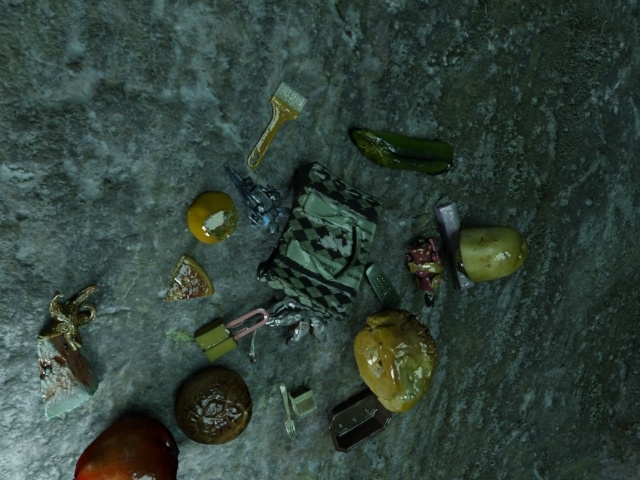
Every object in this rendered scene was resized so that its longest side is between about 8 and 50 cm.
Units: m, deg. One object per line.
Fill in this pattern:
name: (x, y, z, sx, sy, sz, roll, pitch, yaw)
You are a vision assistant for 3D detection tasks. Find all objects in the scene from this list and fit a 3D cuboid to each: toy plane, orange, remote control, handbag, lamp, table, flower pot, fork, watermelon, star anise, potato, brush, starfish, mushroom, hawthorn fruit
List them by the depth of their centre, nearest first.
starfish: (-0.673, 0.196, 1.433, 0.146, 0.074, 0.190, 43, 59, -42)
watermelon: (-0.717, 0.357, 1.467, 0.154, 0.094, 0.241, -22, 109, -26)
hawthorn fruit: (-0.546, 0.670, 1.523, 0.311, 0.295, 0.295, -43, 117, -10)
orange: (-0.308, -0.064, 1.531, 0.156, 0.134, 0.157, -5, 110, -13)
toy plane: (-0.195, -0.139, 1.597, 0.246, 0.078, 0.169, 52, 51, -23)
brush: (-0.144, -0.339, 1.609, 0.103, 0.013, 0.272, 30, 89, -29)
handbag: (0.000, 0.000, 1.615, 0.316, 0.180, 0.416, 29, 69, -30)
brush: (-0.266, 0.277, 1.654, 0.233, 0.047, 0.103, -29, 116, -2)
mushroom: (-0.331, 0.523, 1.662, 0.253, 0.153, 0.253, -4, 105, -15)
star anise: (-0.053, 0.244, 1.730, 0.315, 0.139, 0.360, 12, 93, -19)
table: (-0.063, 0.552, 1.846, 0.079, 0.062, 0.083, -23, 112, -20)
fork: (-0.119, 0.592, 1.855, 0.034, 0.028, 0.220, -15, 105, -15)
remote control: (0.222, 0.171, 1.905, 0.072, 0.042, 0.222, -40, 118, -12)
potato: (0.631, 0.041, 1.928, 0.285, 0.242, 0.243, 20, 93, -53)
lamp: (0.392, 0.112, 1.933, 0.118, 0.118, 0.253, -26, 106, -19)
flower pot: (0.132, 0.651, 1.959, 0.250, 0.084, 0.179, -24, 112, -21)

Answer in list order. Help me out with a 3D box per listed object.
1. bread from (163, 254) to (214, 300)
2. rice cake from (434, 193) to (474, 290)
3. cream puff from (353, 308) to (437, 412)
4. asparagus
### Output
bread: (-0.396, 0.107, 1.573, 0.154, 0.054, 0.136, -11, 109, -30)
rice cake: (0.505, 0.020, 1.995, 0.070, 0.064, 0.399, -24, 113, -8)
cream puff: (0.274, 0.399, 1.829, 0.231, 0.327, 0.343, -14, 68, -27)
asparagus: (0.268, -0.295, 1.776, 0.381, 0.108, 0.129, 4, 102, -25)
